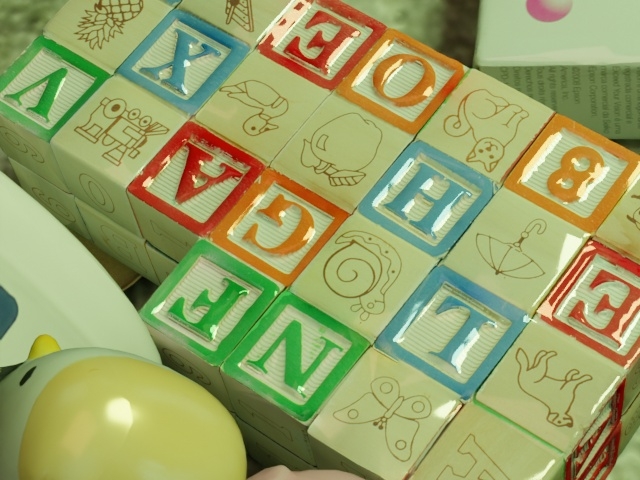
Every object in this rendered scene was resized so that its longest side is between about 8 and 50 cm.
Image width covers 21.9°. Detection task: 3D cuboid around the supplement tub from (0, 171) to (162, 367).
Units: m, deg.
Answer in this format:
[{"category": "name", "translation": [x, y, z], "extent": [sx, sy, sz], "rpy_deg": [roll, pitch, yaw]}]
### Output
[{"category": "supplement tub", "translation": [-0.233, 0.117, 0.594], "extent": [0.235, 0.235, 0.325], "rpy_deg": [23, 64, 23]}]

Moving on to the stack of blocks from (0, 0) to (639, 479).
[{"category": "stack of blocks", "translation": [0.000, 0.000, 0.701], "extent": [0.297, 0.087, 0.171], "rpy_deg": [31, 68, 22]}]

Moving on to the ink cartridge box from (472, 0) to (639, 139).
[{"category": "ink cartridge box", "translation": [0.250, -0.195, 0.805], "extent": [0.330, 0.071, 0.324], "rpy_deg": [0, 57, 12]}]

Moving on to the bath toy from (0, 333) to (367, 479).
[{"category": "bath toy", "translation": [-0.025, 0.123, 0.528], "extent": [0.151, 0.348, 0.129], "rpy_deg": [-49, 31, 23]}]

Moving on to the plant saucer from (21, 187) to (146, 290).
[{"category": "plant saucer", "translation": [-0.111, -0.001, 0.779], "extent": [0.083, 0.015, 0.083], "rpy_deg": [-4, 57, 7]}]
